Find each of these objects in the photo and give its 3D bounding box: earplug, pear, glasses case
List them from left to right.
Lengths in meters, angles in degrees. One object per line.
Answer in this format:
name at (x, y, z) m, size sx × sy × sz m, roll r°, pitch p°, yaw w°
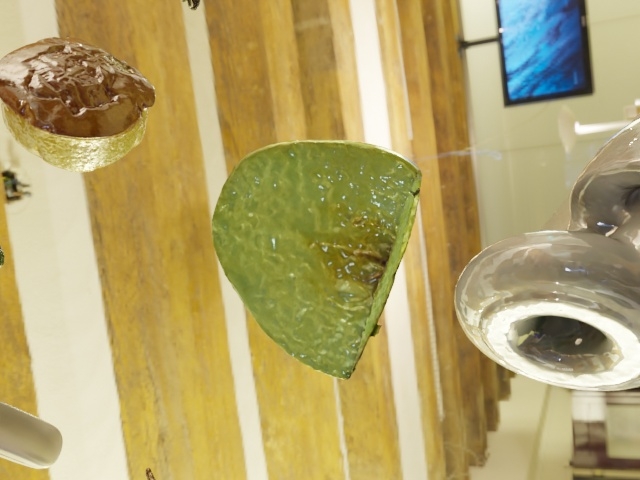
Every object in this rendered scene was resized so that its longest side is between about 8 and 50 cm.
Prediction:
glasses case at (-0.509, 0.312, 1.150) m, size 0.193 × 0.049 × 0.074 m, roll 38°, pitch -139°, yaw -35°
pear at (-0.013, -0.007, 0.888) m, size 0.139 × 0.239 × 0.288 m, roll -50°, pitch -23°, yaw -68°
earplug at (0.272, 0.017, 0.644) m, size 0.214 × 0.325 × 0.175 m, roll 34°, pitch -154°, yaw -18°

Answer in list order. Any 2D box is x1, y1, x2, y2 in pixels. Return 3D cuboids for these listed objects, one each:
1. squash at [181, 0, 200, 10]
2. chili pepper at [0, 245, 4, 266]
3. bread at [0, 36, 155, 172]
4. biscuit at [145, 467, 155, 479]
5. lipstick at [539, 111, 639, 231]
squash at (-0.200, -0.463, 0.940) m, size 0.080 × 0.071 × 0.318 m, roll -20°, pitch -94°, yaw -39°
chili pepper at (-0.576, 0.032, 1.135) m, size 0.050 × 0.182 × 0.073 m, roll 64°, pitch -155°, yaw -23°
bread at (-0.439, -0.249, 1.271) m, size 0.270 × 0.270 × 0.148 m, roll -70°, pitch 4°, yaw -45°
biscuit at (-0.241, 0.460, 1.137) m, size 0.144 × 0.016 × 0.203 m, roll 52°, pitch 155°, yaw 35°
lipstick at (0.416, -0.065, 0.994) m, size 0.371 × 0.076 × 0.079 m, roll -58°, pitch 12°, yaw 32°
